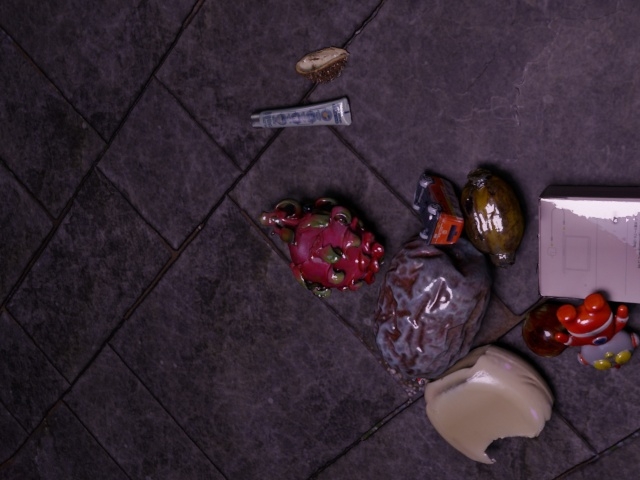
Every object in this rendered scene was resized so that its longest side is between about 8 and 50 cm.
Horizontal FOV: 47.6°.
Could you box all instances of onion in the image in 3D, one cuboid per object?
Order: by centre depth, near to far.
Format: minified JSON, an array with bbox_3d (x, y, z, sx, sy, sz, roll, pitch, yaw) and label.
[{"bbox_3d":[0.466,0.184,1.470,0.119,0.119,0.117,22,113,19],"label":"onion"}]

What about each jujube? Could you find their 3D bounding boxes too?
[{"bbox_3d":[0.227,0.139,1.520,0.226,0.226,0.316,28,124,16],"label":"jujube"}]

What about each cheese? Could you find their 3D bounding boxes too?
[{"bbox_3d":[0.357,0.349,1.566,0.266,0.127,0.233,-33,101,36],"label":"cheese"}]

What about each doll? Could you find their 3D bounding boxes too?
[{"bbox_3d":[0.539,0.188,1.402,0.142,0.076,0.245,-25,129,22],"label":"doll"}]

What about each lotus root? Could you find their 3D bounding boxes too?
[{"bbox_3d":[0.345,-0.043,1.447,0.120,0.120,0.209,-14,97,30],"label":"lotus root"}]

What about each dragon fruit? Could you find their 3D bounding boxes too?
[{"bbox_3d":[0.010,0.000,1.602,0.272,0.198,0.218,57,155,24],"label":"dragon fruit"}]

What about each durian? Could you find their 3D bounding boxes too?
[{"bbox_3d":[0.005,-0.370,1.557,0.131,0.052,0.066,-7,66,26],"label":"durian"}]

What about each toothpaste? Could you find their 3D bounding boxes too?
[{"bbox_3d":[-0.046,-0.276,1.607,0.239,0.039,0.062,-1,111,25],"label":"toothpaste"}]

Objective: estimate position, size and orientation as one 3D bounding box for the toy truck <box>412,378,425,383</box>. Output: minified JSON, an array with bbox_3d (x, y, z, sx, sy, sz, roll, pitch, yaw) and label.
[{"bbox_3d":[0.247,0.305,1.670,0.083,0.024,0.032,-44,63,30],"label":"toy truck"}]

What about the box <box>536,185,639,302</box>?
[{"bbox_3d":[0.542,0.006,1.367,0.252,0.106,0.203,3,108,27],"label":"box"}]

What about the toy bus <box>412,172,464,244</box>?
[{"bbox_3d":[0.238,-0.065,1.468,0.077,0.174,0.079,7,126,-7],"label":"toy bus"}]
